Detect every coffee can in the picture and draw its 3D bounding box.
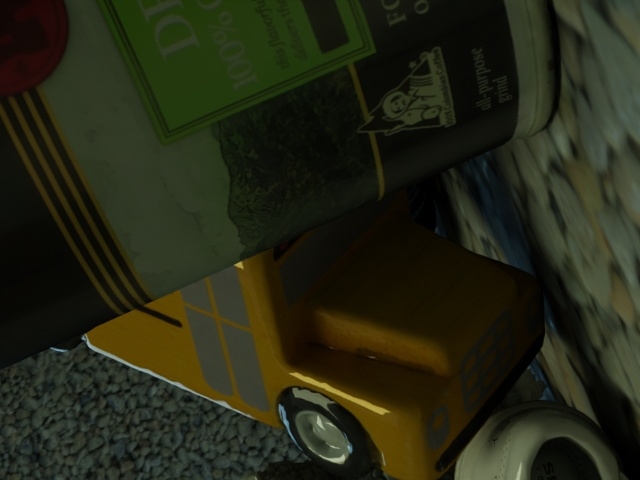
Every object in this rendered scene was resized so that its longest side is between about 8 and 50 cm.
[{"bbox_3d":[-0.087,-0.073,0.477,0.201,0.275,0.201,156,90,-86],"label":"coffee can"}]

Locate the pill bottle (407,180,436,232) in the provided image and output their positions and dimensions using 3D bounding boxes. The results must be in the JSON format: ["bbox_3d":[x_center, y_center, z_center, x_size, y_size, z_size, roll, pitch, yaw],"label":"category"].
[{"bbox_3d":[-0.007,-0.037,0.762,0.123,0.123,0.219,-121,7,-62],"label":"pill bottle"}]

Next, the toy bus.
[{"bbox_3d":[-0.064,-0.008,0.651,0.333,0.108,0.130,18,135,33],"label":"toy bus"}]

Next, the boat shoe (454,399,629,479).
[{"bbox_3d":[0.127,0.200,0.556,0.096,0.098,0.277,93,154,-84],"label":"boat shoe"}]

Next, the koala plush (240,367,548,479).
[{"bbox_3d":[0.068,0.174,0.706,0.221,0.196,0.203,67,165,-10],"label":"koala plush"}]
